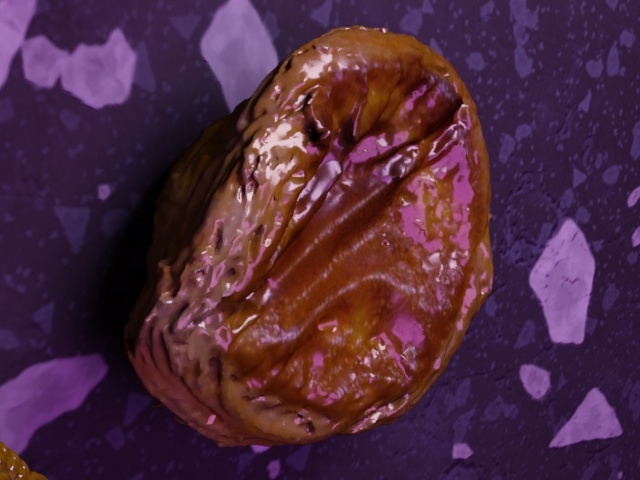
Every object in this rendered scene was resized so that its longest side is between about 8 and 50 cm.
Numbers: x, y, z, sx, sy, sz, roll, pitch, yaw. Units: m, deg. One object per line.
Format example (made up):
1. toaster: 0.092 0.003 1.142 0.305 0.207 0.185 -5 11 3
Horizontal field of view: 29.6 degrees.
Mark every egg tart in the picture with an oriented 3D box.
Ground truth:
1. egg tart: 0.000 0.000 0.959 0.339 0.153 0.351 29 81 -45

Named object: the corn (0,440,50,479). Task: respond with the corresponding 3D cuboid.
1. corn: -0.254 0.168 0.801 0.115 0.115 0.318 -55 133 -16
